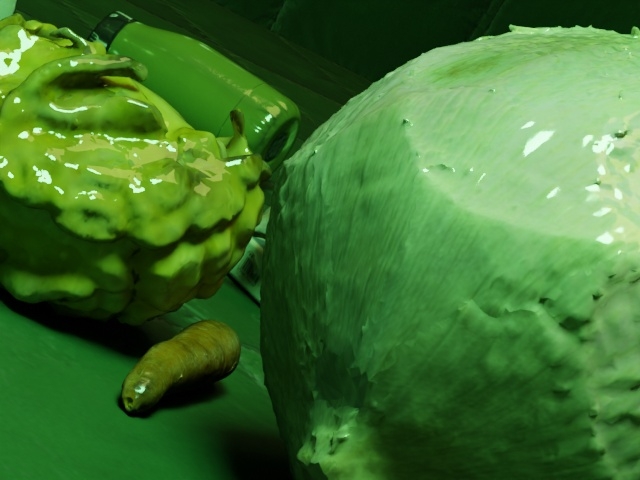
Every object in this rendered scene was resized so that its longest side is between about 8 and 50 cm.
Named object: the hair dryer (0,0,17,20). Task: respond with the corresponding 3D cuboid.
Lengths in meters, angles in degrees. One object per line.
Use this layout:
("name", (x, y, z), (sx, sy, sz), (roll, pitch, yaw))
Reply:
("hair dryer", (-0.336, -0.181, 1.802), (0.203, 0.128, 0.362), (21, 22, -48))

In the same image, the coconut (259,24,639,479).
("coconut", (0.128, 0.068, 1.222), (0.405, 0.404, 0.404), (30, 10, -6))

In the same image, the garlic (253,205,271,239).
("garlic", (0.000, 0.001, 1.748), (0.129, 0.090, 0.198), (20, 6, 43))

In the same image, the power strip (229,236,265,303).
("power strip", (-0.050, 0.019, 1.825), (0.106, 0.043, 0.367), (23, 13, -43))

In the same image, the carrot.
("carrot", (-0.096, 0.086, 1.354), (0.047, 0.047, 0.191), (33, 12, 8))

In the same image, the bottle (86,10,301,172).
("bottle", (-0.152, -0.172, 2.265), (0.260, 0.112, 0.112), (34, 10, 16))

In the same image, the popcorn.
("popcorn", (-0.168, -0.050, 1.397), (0.250, 0.190, 0.250), (23, 12, -5))
